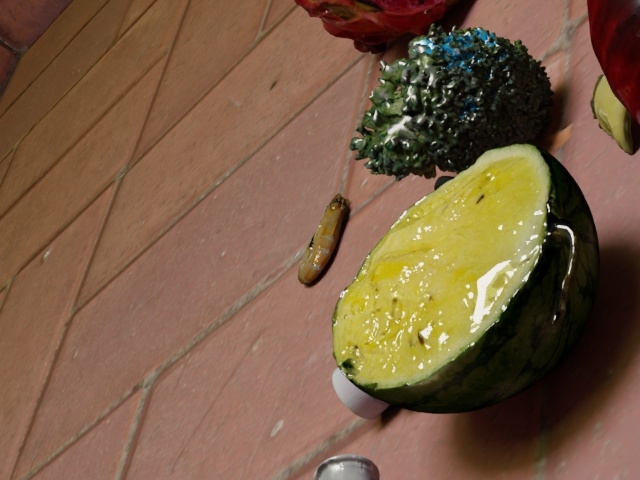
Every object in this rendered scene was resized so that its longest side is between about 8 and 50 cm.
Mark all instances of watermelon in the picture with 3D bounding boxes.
[{"bbox_3d":[0.121,0.040,1.165,0.232,0.127,0.204,-27,34,40],"label":"watermelon"}]

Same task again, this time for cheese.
[{"bbox_3d":[0.243,-0.116,1.270,0.084,0.041,0.060,-50,18,14],"label":"cheese"}]

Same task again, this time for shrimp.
[{"bbox_3d":[0.000,0.000,1.657,0.059,0.023,0.108,-44,20,50],"label":"shrimp"}]

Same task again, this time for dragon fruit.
[{"bbox_3d":[0.083,-0.279,1.798,0.262,0.134,0.211,-46,3,-25],"label":"dragon fruit"}]

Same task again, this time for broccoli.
[{"bbox_3d":[0.109,-0.111,1.412,0.167,0.154,0.160,-59,13,-7],"label":"broccoli"}]

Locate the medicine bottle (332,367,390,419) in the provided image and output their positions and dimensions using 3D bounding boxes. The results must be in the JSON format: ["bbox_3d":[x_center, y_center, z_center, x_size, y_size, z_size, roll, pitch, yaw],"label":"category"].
[{"bbox_3d":[0.066,0.089,1.313,0.118,0.055,0.074,-43,24,28],"label":"medicine bottle"}]

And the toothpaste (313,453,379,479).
[{"bbox_3d":[0.027,0.252,1.155,0.089,0.057,0.234,-41,31,25],"label":"toothpaste"}]

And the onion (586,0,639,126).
[{"bbox_3d":[0.281,-0.129,0.955,0.285,0.273,0.273,103,-170,-60],"label":"onion"}]

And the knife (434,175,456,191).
[{"bbox_3d":[0.137,-0.041,1.432,0.023,0.010,0.170,-55,22,-6],"label":"knife"}]
